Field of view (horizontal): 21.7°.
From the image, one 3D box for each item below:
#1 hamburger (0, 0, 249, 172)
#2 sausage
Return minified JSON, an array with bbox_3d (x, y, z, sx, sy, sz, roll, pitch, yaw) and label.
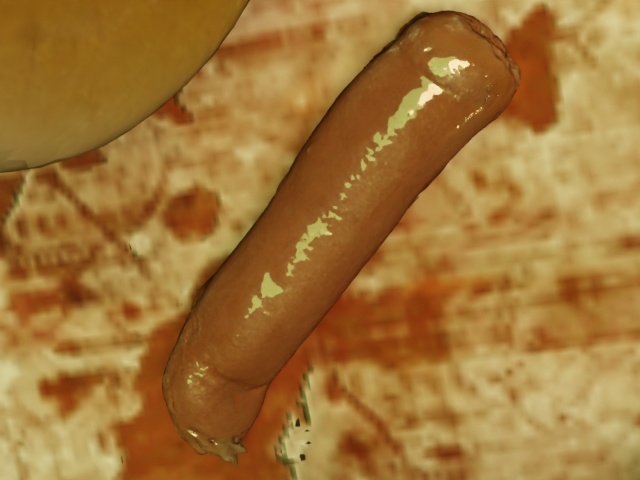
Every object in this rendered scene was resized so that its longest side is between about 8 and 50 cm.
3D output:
[{"bbox_3d":[-0.108,-0.148,0.363,0.170,0.302,0.302,13,103,21],"label":"hamburger"},{"bbox_3d":[0.000,0.000,0.491,0.042,0.036,0.158,41,109,18],"label":"sausage"}]
